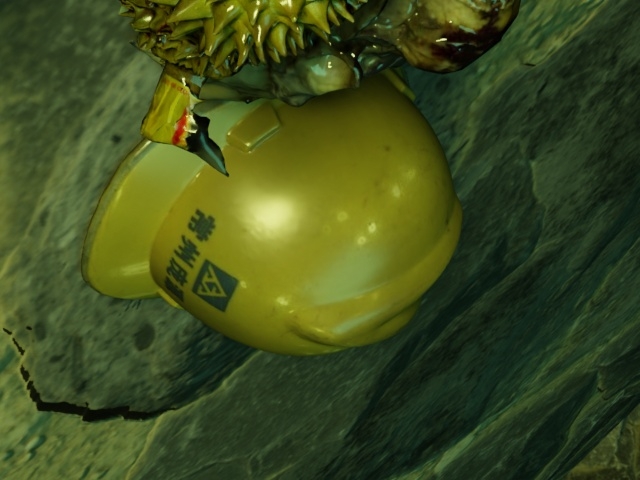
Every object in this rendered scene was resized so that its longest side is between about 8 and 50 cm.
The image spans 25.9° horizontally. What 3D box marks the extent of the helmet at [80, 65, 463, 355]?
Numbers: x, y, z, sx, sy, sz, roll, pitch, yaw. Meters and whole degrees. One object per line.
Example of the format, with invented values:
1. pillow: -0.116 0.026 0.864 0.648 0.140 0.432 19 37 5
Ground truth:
1. helmet: 0.000 0.000 0.847 0.257 0.140 0.205 -23 150 -44

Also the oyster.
1. oyster: 0.018 -0.112 0.672 0.161 0.107 0.233 -37 -177 -29

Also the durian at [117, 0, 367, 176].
1. durian: -0.038 -0.149 0.507 0.138 0.193 0.237 23 106 -23
